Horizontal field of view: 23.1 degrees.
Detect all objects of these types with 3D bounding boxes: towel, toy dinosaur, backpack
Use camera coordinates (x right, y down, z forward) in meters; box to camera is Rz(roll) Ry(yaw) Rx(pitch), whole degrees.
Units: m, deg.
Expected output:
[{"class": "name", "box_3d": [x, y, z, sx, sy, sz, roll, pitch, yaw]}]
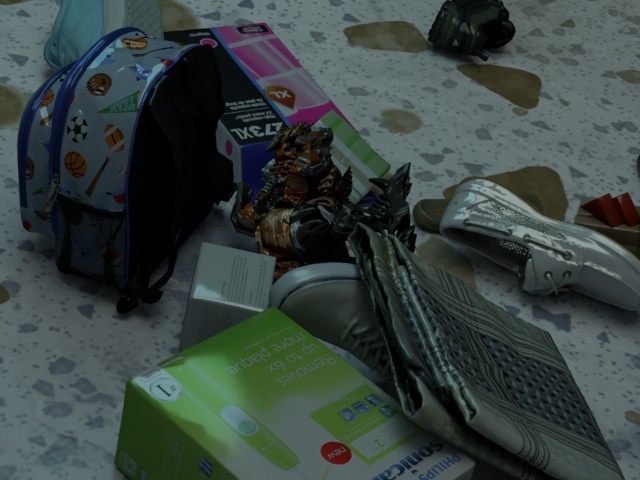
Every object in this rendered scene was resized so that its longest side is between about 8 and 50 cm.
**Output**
[{"class": "towel", "box_3d": [0.007, -0.086, 1.972, 0.113, 0.023, 0.152, 46, 54, 1]}, {"class": "toy dinosaur", "box_3d": [0.000, 0.000, 1.832, 0.218, 0.164, 0.322, 0, 73, 7]}, {"class": "backpack", "box_3d": [-0.216, -0.107, 1.773, 0.213, 0.263, 0.276, 19, 37, 8]}, {"class": "towel", "box_3d": [0.181, 0.133, 1.631, 0.324, 0.056, 0.312, 30, 25, -30]}]

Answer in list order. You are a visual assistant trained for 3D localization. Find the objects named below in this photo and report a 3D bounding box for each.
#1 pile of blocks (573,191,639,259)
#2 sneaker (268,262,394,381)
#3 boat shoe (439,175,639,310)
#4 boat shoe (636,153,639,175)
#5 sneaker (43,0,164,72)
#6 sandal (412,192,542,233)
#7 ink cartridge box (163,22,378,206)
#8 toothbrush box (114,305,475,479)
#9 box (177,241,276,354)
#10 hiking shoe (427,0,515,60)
[{"class": "pile of blocks", "box_3d": [0.470, 0.004, 1.924, 0.362, 0.113, 0.149, 25, 40, 30]}, {"class": "sneaker", "box_3d": [0.061, 0.096, 1.676, 0.258, 0.094, 0.091, 18, 31, -35]}, {"class": "boat shoe", "box_3d": [0.272, 0.027, 1.905, 0.277, 0.098, 0.096, 26, 61, 13]}, {"class": "boat shoe", "box_3d": [0.488, -0.085, 2.130, 0.073, 0.073, 0.207, 2, 36, -12]}, {"class": "sneaker", "box_3d": [-0.290, -0.229, 2.068, 0.150, 0.135, 0.366, -24, 45, 21]}, {"class": "sandal", "box_3d": [0.206, -0.044, 2.004, 0.180, 0.049, 0.072, -1, 38, -19]}, {"class": "ink cartridge box", "box_3d": [-0.076, -0.165, 2.073, 0.175, 0.069, 0.371, -9, 44, -28]}, {"class": "toothbrush box", "box_3d": [-0.029, 0.216, 1.518, 0.206, 0.122, 0.283, -25, 52, -40]}, {"class": "box", "box_3d": [-0.102, 0.075, 1.700, 0.087, 0.102, 0.101, 13, 37, -5]}, {"class": "hiking shoe", "box_3d": [0.249, -0.342, 2.411, 0.114, 0.086, 0.227, 33, 44, 4]}]
